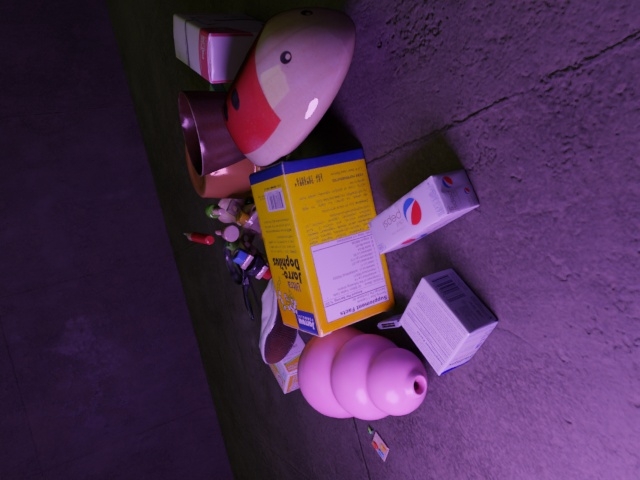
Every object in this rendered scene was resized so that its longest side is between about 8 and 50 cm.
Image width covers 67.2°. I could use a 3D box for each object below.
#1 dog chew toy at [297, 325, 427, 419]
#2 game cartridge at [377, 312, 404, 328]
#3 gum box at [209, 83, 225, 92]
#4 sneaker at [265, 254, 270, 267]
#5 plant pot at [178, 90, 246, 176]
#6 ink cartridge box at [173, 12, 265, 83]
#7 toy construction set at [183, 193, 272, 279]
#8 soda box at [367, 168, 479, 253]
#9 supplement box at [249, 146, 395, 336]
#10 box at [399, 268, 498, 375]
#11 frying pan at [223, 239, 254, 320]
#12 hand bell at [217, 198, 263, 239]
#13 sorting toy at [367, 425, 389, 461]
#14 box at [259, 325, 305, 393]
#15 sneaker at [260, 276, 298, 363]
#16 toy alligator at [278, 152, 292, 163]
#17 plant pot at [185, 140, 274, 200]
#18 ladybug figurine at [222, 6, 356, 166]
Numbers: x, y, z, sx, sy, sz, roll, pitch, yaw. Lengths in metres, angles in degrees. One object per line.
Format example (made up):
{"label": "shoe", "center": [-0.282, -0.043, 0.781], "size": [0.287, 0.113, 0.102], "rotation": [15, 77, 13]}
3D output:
{"label": "dog chew toy", "center": [0.094, 0.292, 1.043], "size": [0.331, 0.206, 0.207], "rotation": [-10, 95, 55]}
{"label": "game cartridge", "center": [0.160, 0.164, 0.991], "size": [0.017, 0.056, 0.083], "rotation": [66, 153, 3]}
{"label": "gum box", "center": [-0.335, -0.416, 1.647], "size": [0.184, 0.041, 0.157], "rotation": [60, 149, 25]}
{"label": "sneaker", "center": [-0.141, 0.069, 1.540], "size": [0.118, 0.067, 0.042], "rotation": [-91, -6, -71]}
{"label": "plant pot", "center": [-0.228, -0.296, 1.258], "size": [0.215, 0.230, 0.215], "rotation": [49, 147, 47]}
{"label": "ink cartridge box", "center": [-0.238, -0.501, 1.237], "size": [0.283, 0.207, 0.117], "rotation": [44, 139, 44]}
{"label": "toy construction set", "center": [-0.220, -0.028, 1.313], "size": [0.237, 0.308, 0.258], "rotation": [7, 95, 51]}
{"label": "soda box", "center": [0.171, -0.044, 0.843], "size": [0.216, 0.073, 0.069], "rotation": [-38, 70, 61]}
{"label": "supplement box", "center": [0.000, 0.000, 1.057], "size": [0.195, 0.194, 0.357], "rotation": [-2, 101, 62]}
{"label": "box", "center": [0.220, 0.143, 0.849], "size": [0.126, 0.072, 0.137], "rotation": [55, 146, 33]}
{"label": "frying pan", "center": [-0.300, 0.123, 1.849], "size": [0.326, 0.053, 0.197], "rotation": [54, 146, 31]}
{"label": "hand bell", "center": [-0.223, -0.056, 1.585], "size": [0.242, 0.126, 0.126], "rotation": [37, 136, 33]}
{"label": "sorting toy", "center": [0.145, 0.526, 1.252], "size": [0.083, 0.012, 0.062], "rotation": [47, 142, 42]}
{"label": "box", "center": [-0.109, 0.368, 1.554], "size": [0.203, 0.103, 0.114], "rotation": [52, 145, 38]}
{"label": "sneaker", "center": [-0.129, 0.225, 1.453], "size": [0.123, 0.105, 0.290], "rotation": [37, 118, 58]}
{"label": "toy alligator", "center": [-0.098, -0.187, 1.313], "size": [0.051, 0.056, 0.189], "rotation": [33, 151, -13]}
{"label": "plant pot", "center": [-0.282, -0.248, 1.458], "size": [0.291, 0.203, 0.291], "rotation": [36, 133, 51]}
{"label": "ladybug figurine", "center": [-0.089, -0.312, 0.984], "size": [0.449, 0.161, 0.305], "rotation": [-21, 47, 63]}
